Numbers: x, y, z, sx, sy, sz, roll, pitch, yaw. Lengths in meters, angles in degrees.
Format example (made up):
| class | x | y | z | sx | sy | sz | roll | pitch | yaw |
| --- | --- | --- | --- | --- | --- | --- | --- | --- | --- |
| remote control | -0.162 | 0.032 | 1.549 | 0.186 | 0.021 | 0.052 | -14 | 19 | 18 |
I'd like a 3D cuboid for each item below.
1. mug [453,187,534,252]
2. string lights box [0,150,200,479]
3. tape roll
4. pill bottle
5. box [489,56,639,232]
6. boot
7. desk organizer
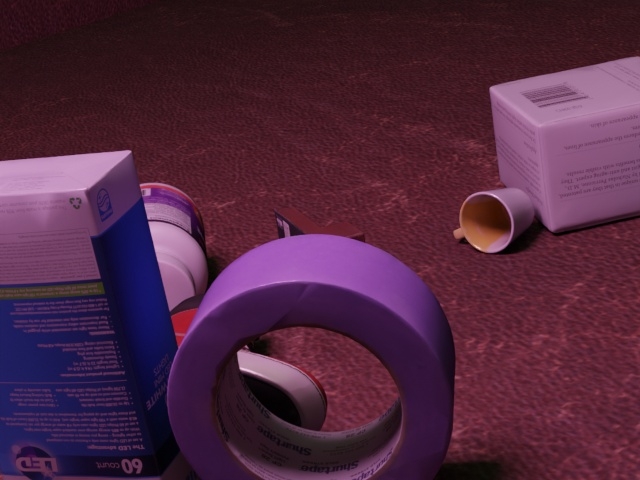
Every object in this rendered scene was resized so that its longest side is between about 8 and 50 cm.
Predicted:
| class | x | y | z | sx | sy | sz | roll | pitch | yaw |
| --- | --- | --- | --- | --- | --- | --- | --- | --- | --- |
| mug | 0.177 | -0.027 | 1.234 | 0.078 | 0.062 | 0.064 | 15 | 25 | 36 |
| string lights box | -0.178 | 0.074 | 0.868 | 0.133 | 0.259 | 0.077 | -3 | 23 | 18 |
| tape roll | -0.003 | 0.097 | 0.827 | 0.189 | 0.189 | 0.080 | -7 | 22 | 10 |
| pill bottle | -0.165 | 0.021 | 1.205 | 0.108 | 0.108 | 0.193 | -12 | 22 | -3 |
| box | 0.293 | -0.106 | 1.291 | 0.182 | 0.119 | 0.181 | -12 | 21 | -5 |
| boot | -0.066 | 0.095 | 1.009 | 0.244 | 0.088 | 0.176 | 2 | 23 | 37 |
| desk organizer | 0.000 | 0.000 | 1.265 | 0.050 | 0.047 | 0.130 | -15 | 22 | -18 |
